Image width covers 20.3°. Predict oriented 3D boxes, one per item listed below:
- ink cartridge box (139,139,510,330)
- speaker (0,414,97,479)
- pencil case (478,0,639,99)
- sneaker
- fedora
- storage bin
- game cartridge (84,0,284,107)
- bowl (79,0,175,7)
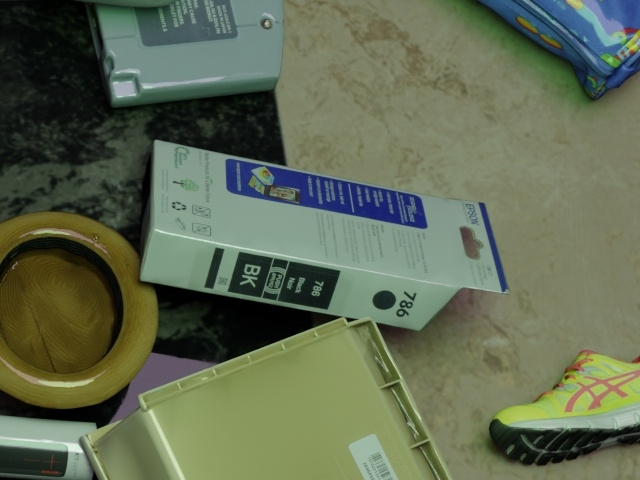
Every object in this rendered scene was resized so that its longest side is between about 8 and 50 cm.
[{"bbox_3d":[0.000,0.000,1.654,0.333,0.065,0.165,10,31,-10],"label":"ink cartridge box"},{"bbox_3d":[-0.263,0.180,1.554,0.136,0.055,0.055,7,67,-14],"label":"speaker"},{"bbox_3d":[0.213,-0.271,1.833,0.306,0.119,0.133,38,47,1],"label":"pencil case"},{"bbox_3d":[0.248,0.152,1.705,0.209,0.081,0.094,-6,64,-25],"label":"sneaker"},{"bbox_3d":[-0.238,0.070,1.591,0.194,0.079,0.194,6,60,-11],"label":"fedora"},{"bbox_3d":[-0.023,0.227,1.540,0.260,0.123,0.262,-19,77,-34],"label":"storage bin"},{"bbox_3d":[-0.142,-0.275,1.773,0.196,0.060,0.294,-9,72,-15],"label":"game cartridge"},{"bbox_3d":[-0.197,-0.282,1.702,0.142,0.053,0.142,3,67,-15],"label":"bowl"}]
